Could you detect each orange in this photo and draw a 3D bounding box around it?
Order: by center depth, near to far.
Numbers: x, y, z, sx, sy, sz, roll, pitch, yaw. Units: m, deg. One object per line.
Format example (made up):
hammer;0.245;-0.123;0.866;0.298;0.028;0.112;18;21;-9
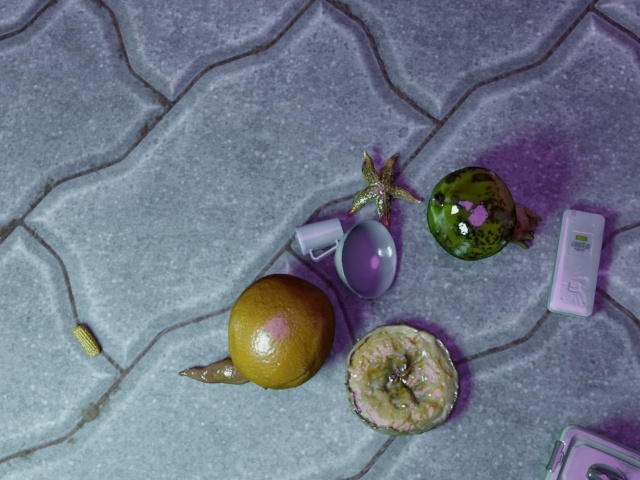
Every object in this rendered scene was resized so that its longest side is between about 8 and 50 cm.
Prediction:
orange;-0.089;0.209;1.673;0.264;0.264;0.264;-1;76;6

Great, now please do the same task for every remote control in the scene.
remote control;0.603;0.053;1.750;0.103;0.034;0.250;10;78;8

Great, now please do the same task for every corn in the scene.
corn;-0.573;0.247;1.823;0.037;0.037;0.092;-36;75;-4

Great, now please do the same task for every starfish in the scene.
starfish;0.165;-0.120;1.837;0.175;0.053;0.208;11;84;-2

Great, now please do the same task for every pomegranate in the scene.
pomegranate;0.386;-0.064;1.716;0.276;0.204;0.222;0;61;3

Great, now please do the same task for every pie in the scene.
pie;0.185;0.319;1.696;0.274;0.055;0.274;2;72;-5

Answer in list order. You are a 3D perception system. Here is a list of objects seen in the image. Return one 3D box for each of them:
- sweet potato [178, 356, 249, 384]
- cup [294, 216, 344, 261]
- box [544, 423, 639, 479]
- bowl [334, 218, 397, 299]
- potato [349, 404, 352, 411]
sweet potato;-0.233;0.310;1.759;0.226;0.068;0.068;-4;76;5
cup;0.000;0.000;1.803;0.116;0.074;0.104;-16;57;-3
box;0.599;0.506;1.592;0.226;0.130;0.162;22;80;12
bowl;0.089;0.047;1.763;0.086;0.189;0.189;-5;71;48
potato;0.098;0.364;1.730;0.037;0.036;0.093;3;62;46
